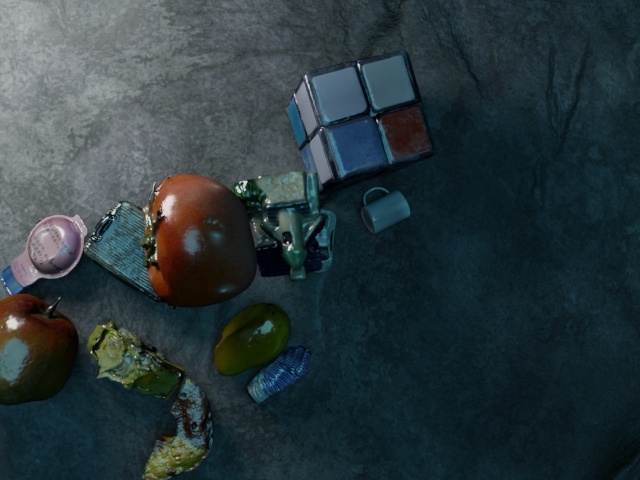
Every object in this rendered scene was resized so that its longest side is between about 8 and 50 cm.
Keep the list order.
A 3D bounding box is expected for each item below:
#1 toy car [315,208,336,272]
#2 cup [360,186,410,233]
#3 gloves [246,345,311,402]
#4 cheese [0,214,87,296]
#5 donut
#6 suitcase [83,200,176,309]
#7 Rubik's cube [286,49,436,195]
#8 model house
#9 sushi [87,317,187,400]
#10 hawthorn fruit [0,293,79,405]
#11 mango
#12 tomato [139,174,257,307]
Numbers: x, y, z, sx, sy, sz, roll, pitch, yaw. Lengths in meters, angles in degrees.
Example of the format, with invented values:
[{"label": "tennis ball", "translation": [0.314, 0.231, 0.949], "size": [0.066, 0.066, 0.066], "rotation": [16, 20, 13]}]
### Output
[{"label": "toy car", "translation": [0.000, 0.000, 1.586], "size": [0.095, 0.056, 0.205], "rotation": [6, 86, -12]}, {"label": "cup", "translation": [0.200, -0.100, 1.621], "size": [0.133, 0.136, 0.099], "rotation": [-28, 128, -10]}, {"label": "gloves", "translation": [-0.121, 0.411, 1.541], "size": [0.229, 0.097, 0.119], "rotation": [-41, 127, -14]}, {"label": "cheese", "translation": [-0.773, 0.040, 1.404], "size": [0.286, 0.074, 0.189], "rotation": [-41, 73, 1]}, {"label": "donut", "translation": [-0.387, 0.553, 1.467], "size": [0.151, 0.112, 0.295], "rotation": [24, 85, -13]}, {"label": "suitcase", "translation": [-0.499, 0.042, 1.442], "size": [0.312, 0.128, 0.202], "rotation": [36, 80, -11]}, {"label": "Rubik's cube", "translation": [0.107, -0.332, 1.484], "size": [0.313, 0.318, 0.316], "rotation": [-18, 93, -13]}, {"label": "model house", "translation": [-0.099, -0.025, 1.412], "size": [0.243, 0.298, 0.284], "rotation": [-12, 82, 0]}, {"label": "sushi", "translation": [-0.534, 0.351, 1.435], "size": [0.291, 0.131, 0.139], "rotation": [36, 92, -9]}, {"label": "hawthorn fruit", "translation": [-0.773, 0.270, 1.316], "size": [0.268, 0.268, 0.301], "rotation": [29, 78, -10]}, {"label": "mango", "translation": [-0.206, 0.299, 1.501], "size": [0.262, 0.130, 0.167], "rotation": [-32, 100, -5]}, {"label": "tomato", "translation": [-0.301, -0.002, 1.262], "size": [0.273, 0.341, 0.341], "rotation": [-4, 90, -29]}]
